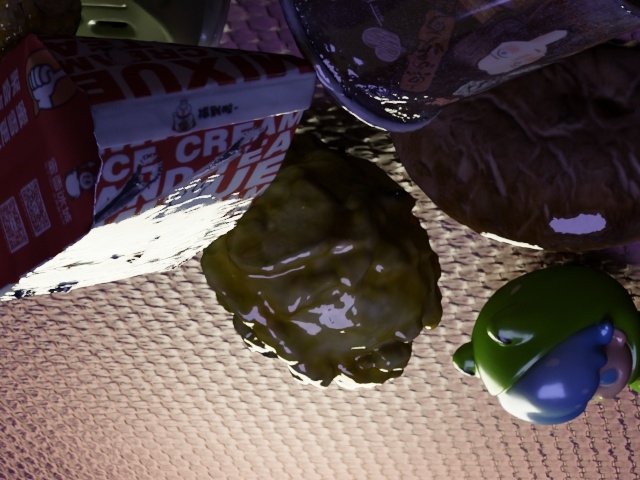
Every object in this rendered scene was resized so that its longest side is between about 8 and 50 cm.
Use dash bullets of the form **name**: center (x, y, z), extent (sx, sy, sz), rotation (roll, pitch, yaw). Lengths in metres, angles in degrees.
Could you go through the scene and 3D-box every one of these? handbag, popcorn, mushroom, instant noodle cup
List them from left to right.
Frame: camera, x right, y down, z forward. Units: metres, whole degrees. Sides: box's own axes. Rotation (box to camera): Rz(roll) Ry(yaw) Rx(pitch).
- **handbag**: center (-0.129, -0.067, 1.302), extent (0.171, 0.151, 0.298), rotation (-11, 170, -31)
- **popcorn**: center (0.000, 0.000, 1.647), extent (0.192, 0.233, 0.266), rotation (-36, 98, 21)
- **instant noodle cup**: center (0.109, -0.196, 1.242), extent (0.207, 0.217, 0.217), rotation (-15, 143, 37)
- **mushroom**: center (0.187, -0.059, 1.530), extent (0.286, 0.151, 0.156), rotation (0, 148, 14)

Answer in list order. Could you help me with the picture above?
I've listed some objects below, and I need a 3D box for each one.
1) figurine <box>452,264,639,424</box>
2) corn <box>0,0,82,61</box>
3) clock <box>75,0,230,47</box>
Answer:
- **figurine**: center (0.260, 0.099, 1.814), extent (0.263, 0.143, 0.162), rotation (0, 161, -21)
- **corn**: center (-0.236, -0.138, 1.367), extent (0.067, 0.067, 0.206), rotation (28, 149, -31)
- **clock**: center (-0.199, -0.191, 1.441), extent (0.265, 0.108, 0.324), rotation (1, 150, 13)
